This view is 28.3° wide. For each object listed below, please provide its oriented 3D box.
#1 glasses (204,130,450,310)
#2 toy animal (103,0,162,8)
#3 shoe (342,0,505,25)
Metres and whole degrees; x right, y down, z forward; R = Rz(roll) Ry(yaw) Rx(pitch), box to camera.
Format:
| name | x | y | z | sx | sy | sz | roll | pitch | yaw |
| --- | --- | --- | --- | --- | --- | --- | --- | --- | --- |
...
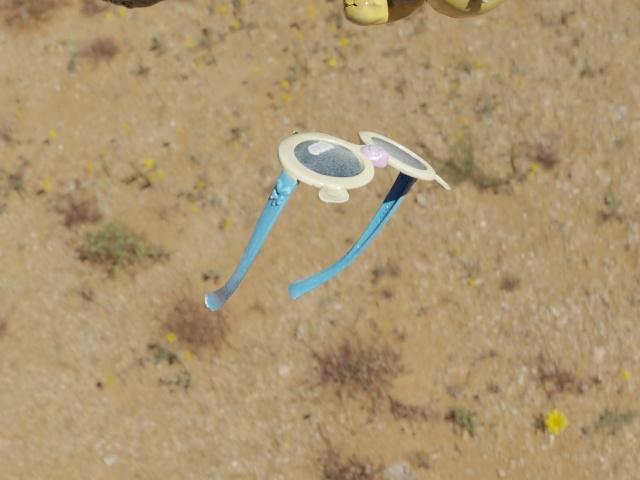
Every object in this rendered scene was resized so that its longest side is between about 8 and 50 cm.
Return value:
| name | x | y | z | sx | sy | sz | roll | pitch | yaw |
| --- | --- | --- | --- | --- | --- | --- | --- | --- | --- |
| glasses | -0.016 | -0.024 | 1.167 | 0.220 | 0.190 | 0.088 | -39 | 71 | 36 |
| toy animal | -0.066 | -0.225 | 0.657 | 0.121 | 0.094 | 0.225 | 31 | 82 | 39 |
| shoe | 0.029 | -0.118 | 0.491 | 0.109 | 0.072 | 0.069 | 36 | 31 | 2 |
